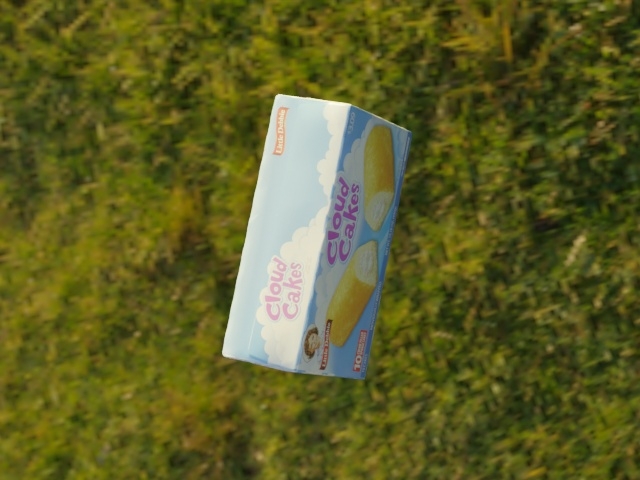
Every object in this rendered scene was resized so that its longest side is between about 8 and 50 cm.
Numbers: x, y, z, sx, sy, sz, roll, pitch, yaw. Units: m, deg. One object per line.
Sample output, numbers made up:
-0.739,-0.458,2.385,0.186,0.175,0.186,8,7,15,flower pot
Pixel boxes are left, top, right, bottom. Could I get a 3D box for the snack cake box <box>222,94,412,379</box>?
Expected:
0.000,0.000,1.610,0.089,0.152,0.264,10,88,27,snack cake box
